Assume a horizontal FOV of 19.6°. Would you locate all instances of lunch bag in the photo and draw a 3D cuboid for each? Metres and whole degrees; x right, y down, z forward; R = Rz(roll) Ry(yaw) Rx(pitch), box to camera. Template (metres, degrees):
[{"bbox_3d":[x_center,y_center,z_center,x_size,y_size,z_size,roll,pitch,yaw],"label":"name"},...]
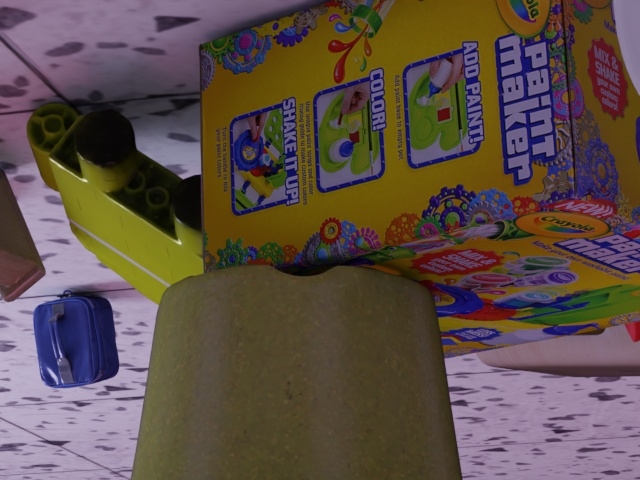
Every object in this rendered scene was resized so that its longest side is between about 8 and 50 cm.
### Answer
[{"bbox_3d":[-0.247,0.098,1.856,0.067,0.098,0.065,-9,180,19],"label":"lunch bag"}]

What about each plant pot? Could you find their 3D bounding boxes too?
[{"bbox_3d":[-0.015,0.156,1.167,0.276,0.254,0.276,-1,163,0],"label":"plant pot"}]

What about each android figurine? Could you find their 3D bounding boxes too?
[{"bbox_3d":[-0.112,-0.005,1.373,0.248,0.056,0.273,32,164,12],"label":"android figurine"}]

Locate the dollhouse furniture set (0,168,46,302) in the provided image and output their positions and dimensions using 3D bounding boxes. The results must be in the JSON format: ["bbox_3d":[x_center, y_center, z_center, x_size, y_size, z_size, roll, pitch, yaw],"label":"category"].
[{"bbox_3d":[-0.365,0.034,1.443,0.242,0.212,0.161,-38,148,18],"label":"dollhouse furniture set"}]

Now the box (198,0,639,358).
[{"bbox_3d":[0.116,-0.049,1.247,0.279,0.177,0.290,-14,159,35],"label":"box"}]

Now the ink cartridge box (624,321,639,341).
[{"bbox_3d":[0.290,-0.003,1.426,0.231,0.078,0.134,-18,143,2],"label":"ink cartridge box"}]

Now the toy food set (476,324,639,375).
[{"bbox_3d":[0.314,0.088,1.875,0.220,0.092,0.306,-3,172,32],"label":"toy food set"}]

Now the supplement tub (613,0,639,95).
[{"bbox_3d":[0.328,-0.126,0.910,0.316,0.228,0.228,7,162,-24],"label":"supplement tub"}]
